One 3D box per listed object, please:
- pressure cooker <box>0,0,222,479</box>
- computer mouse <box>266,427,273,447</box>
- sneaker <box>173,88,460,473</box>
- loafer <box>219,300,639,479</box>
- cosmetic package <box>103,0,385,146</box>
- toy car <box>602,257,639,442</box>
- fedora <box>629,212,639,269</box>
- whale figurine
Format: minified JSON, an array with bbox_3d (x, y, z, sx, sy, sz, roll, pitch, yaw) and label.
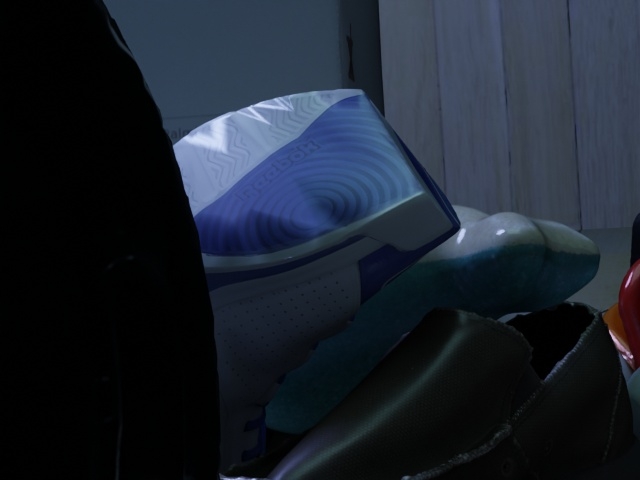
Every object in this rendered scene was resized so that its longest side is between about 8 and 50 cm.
[{"bbox_3d":[-0.287,0.045,0.477,0.420,0.370,0.375,-1,15,45],"label":"pressure cooker"},{"bbox_3d":[-0.069,0.134,1.299,0.071,0.041,0.242,-4,-2,-3],"label":"computer mouse"},{"bbox_3d":[-0.061,0.058,1.009,0.315,0.182,0.127,-30,45,8],"label":"sneaker"},{"bbox_3d":[0.046,0.101,0.952,0.133,0.130,0.366,-1,5,35],"label":"loafer"},{"bbox_3d":[-0.119,-0.074,1.430,0.327,0.394,0.329,-3,-2,7],"label":"cosmetic package"},{"bbox_3d":[0.242,0.070,1.137,0.159,0.136,0.182,-5,5,-21],"label":"toy car"},{"bbox_3d":[0.366,0.029,1.446,0.334,0.153,0.334,-4,4,0],"label":"fedora"},{"bbox_3d":[0.038,0.048,1.128,0.272,0.141,0.216,-7,-10,33],"label":"whale figurine"}]
